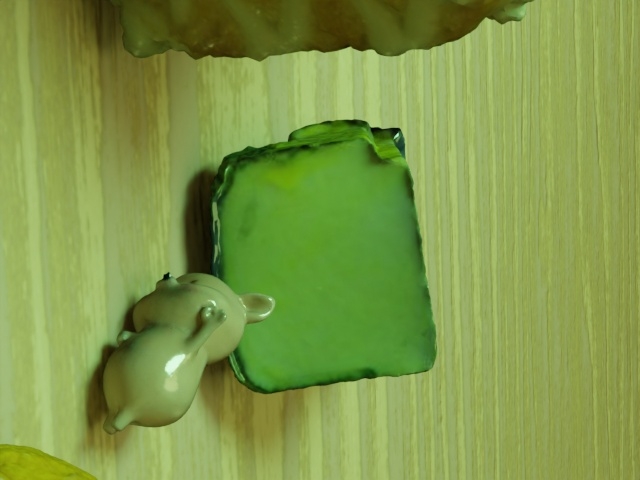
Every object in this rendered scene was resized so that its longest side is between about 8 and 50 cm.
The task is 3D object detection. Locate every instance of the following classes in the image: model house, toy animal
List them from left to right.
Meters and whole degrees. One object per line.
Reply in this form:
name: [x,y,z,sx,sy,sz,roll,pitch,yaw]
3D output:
toy animal: [-0.106,0.079,1.027,0.150,0.083,0.089,-48,146,-32]
model house: [0.000,0.000,1.181,0.211,0.170,0.194,-81,159,-78]

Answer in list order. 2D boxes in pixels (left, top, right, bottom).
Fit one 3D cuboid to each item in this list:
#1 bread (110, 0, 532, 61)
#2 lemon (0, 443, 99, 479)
bread: [-0.009,-0.338,0.871,0.390,0.371,0.279,65,36,-45]
lemon: [-0.186,0.188,0.833,0.187,0.142,0.142,37,59,-35]
